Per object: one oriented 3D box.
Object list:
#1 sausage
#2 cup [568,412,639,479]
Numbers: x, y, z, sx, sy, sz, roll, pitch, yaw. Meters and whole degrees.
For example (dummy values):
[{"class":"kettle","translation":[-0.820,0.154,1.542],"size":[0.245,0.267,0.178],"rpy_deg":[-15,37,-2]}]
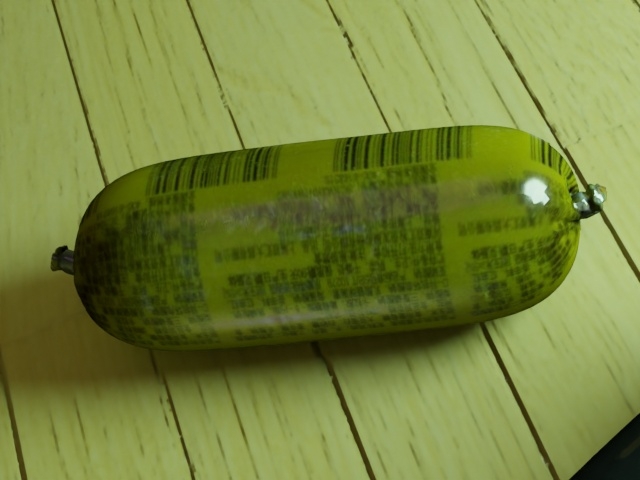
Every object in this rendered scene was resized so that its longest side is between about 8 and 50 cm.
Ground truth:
[{"class":"sausage","translation":[0.000,0.000,0.895],"size":[0.347,0.123,0.123],"rpy_deg":[-6,52,10]},{"class":"cup","translation":[0.189,0.149,0.711],"size":[0.176,0.169,0.223],"rpy_deg":[-34,12,-12]}]
